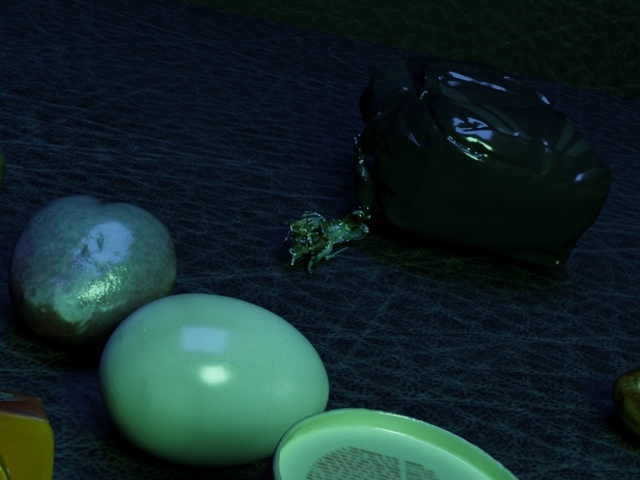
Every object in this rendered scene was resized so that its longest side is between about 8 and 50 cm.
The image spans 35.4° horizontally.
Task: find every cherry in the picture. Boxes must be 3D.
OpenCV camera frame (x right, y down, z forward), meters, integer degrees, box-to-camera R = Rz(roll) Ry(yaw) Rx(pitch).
[{"bbox_3d":[-0.230,0.035,1.017,0.176,0.140,0.176,3,47,-3],"label":"cherry"}]

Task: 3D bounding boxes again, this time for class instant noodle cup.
[{"bbox_3d":[0.033,0.229,0.634,0.234,0.179,0.235,16,21,-6],"label":"instant noodle cup"}]

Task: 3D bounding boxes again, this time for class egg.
[{"bbox_3d":[-0.091,0.124,0.885,0.209,0.151,0.151,13,22,-25],"label":"egg"}]

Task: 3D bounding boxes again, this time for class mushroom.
[{"bbox_3d":[0.384,0.182,1.107,0.127,0.087,0.127,14,27,-8],"label":"mushroom"}]

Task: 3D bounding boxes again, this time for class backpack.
[{"bbox_3d":[0.214,-0.137,1.512,0.363,0.255,0.446,15,29,-15],"label":"backpack"}]

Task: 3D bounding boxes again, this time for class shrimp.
[{"bbox_3d":[-0.003,0.001,1.333,0.076,0.082,0.174,-24,-7,32],"label":"shrimp"}]

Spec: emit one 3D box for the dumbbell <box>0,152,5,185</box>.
[{"bbox_3d":[-0.463,-0.095,1.275,0.117,0.046,0.052,8,30,-16],"label":"dumbbell"}]

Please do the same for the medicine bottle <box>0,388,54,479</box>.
[{"bbox_3d":[-0.255,0.156,0.656,0.149,0.112,0.222,13,-6,-18],"label":"medicine bottle"}]
